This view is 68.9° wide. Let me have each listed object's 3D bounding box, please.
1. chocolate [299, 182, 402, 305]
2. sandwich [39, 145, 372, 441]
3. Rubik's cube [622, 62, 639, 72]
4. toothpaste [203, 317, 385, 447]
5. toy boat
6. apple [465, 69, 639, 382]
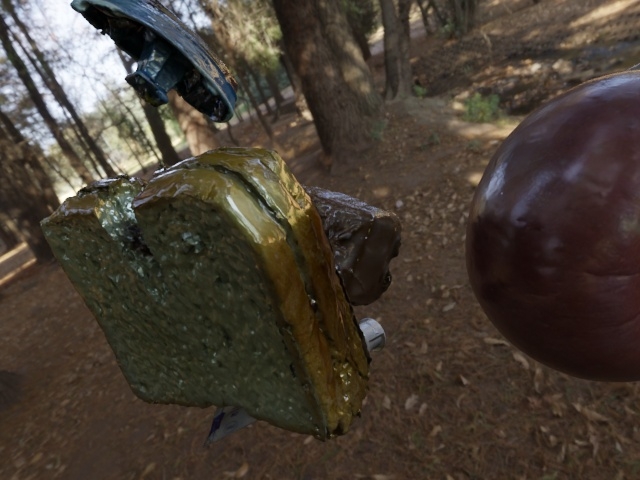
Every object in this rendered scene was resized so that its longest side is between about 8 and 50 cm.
[{"bbox_3d":[0.000,0.000,0.671,0.214,0.148,0.093,21,9,33],"label":"chocolate"},{"bbox_3d":[-0.107,0.047,0.429,0.274,0.248,0.095,-5,25,34],"label":"sandwich"},{"bbox_3d":[0.754,-0.157,0.737,0.344,0.347,0.346,-28,39,33],"label":"Rubik's cube"},{"bbox_3d":[-0.023,0.193,0.675,0.323,0.066,0.100,-17,-39,-45],"label":"toothpaste"},{"bbox_3d":[-0.125,-0.140,0.368,0.060,0.137,0.060,6,63,44],"label":"toy boat"},{"bbox_3d":[0.291,-0.012,0.473,0.306,0.305,0.235,-27,20,2],"label":"apple"}]
